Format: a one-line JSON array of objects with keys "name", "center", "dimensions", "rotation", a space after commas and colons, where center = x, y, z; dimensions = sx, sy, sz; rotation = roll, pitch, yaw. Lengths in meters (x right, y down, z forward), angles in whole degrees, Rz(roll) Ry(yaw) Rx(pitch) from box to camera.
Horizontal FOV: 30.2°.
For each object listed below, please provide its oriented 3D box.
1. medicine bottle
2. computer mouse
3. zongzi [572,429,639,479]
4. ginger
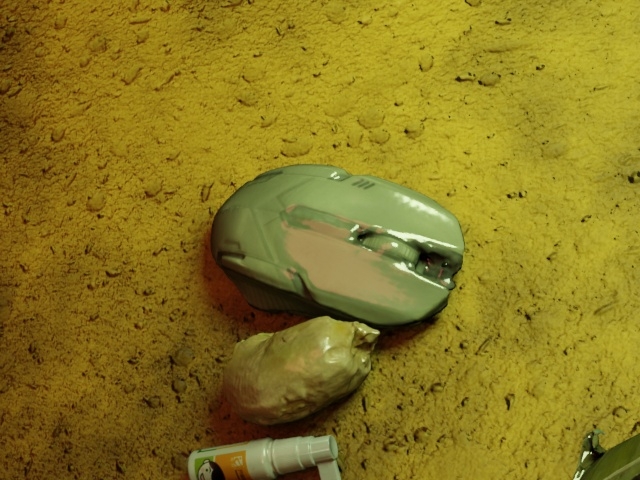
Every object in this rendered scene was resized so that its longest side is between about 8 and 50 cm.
[{"name": "medicine bottle", "center": [-0.080, 0.331, 1.708], "dimensions": [0.221, 0.061, 0.092], "rotation": [-14, 88, 19]}, {"name": "computer mouse", "center": [0.001, -0.001, 1.761], "dimensions": [0.429, 0.145, 0.228], "rotation": [13, 72, 28]}, {"name": "zongzi", "center": [0.360, 0.332, 1.230], "dimensions": [0.181, 0.447, 0.418], "rotation": [38, 61, 3]}, {"name": "ginger", "center": [-0.037, 0.186, 1.702], "dimensions": [0.267, 0.138, 0.152], "rotation": [-12, 59, 25]}]
